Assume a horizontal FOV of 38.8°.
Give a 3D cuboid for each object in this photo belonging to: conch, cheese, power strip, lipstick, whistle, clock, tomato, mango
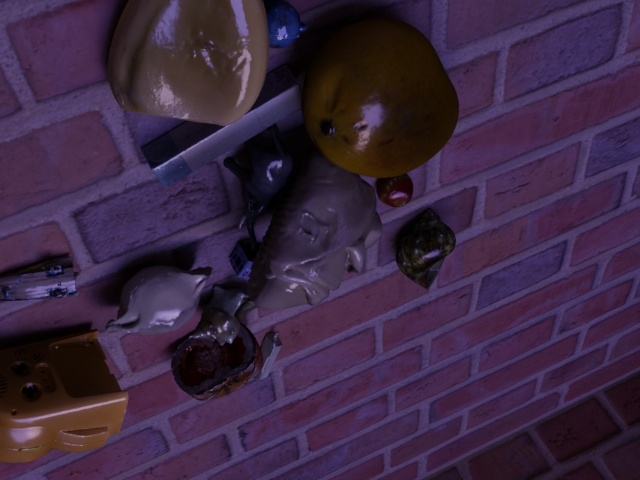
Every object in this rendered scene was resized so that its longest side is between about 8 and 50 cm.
[{"bbox_3d":[-0.221,0.158,2.125,0.234,0.114,0.137,-55,169,-32],"label":"conch"},{"bbox_3d":[-0.202,-0.333,1.485,0.260,0.128,0.315,4,129,-22],"label":"cheese"},{"bbox_3d":[-0.141,0.303,2.400,0.030,0.047,0.191,-10,140,-35],"label":"power strip"},{"bbox_3d":[-0.180,-0.216,1.721,0.317,0.066,0.068,-31,145,-2],"label":"lipstick"},{"bbox_3d":[-0.091,-0.377,1.578,0.158,0.090,0.090,-5,137,-34],"label":"whistle"},{"bbox_3d":[-0.596,0.331,1.914,0.317,0.244,0.200,-2,131,-38],"label":"clock"},{"bbox_3d":[0.270,0.021,2.312,0.181,0.124,0.187,-55,163,16],"label":"conch"},{"bbox_3d":[-0.241,0.307,2.223,0.214,0.180,0.155,-26,151,-3],"label":"tomato"},{"bbox_3d":[0.133,-0.270,1.765,0.445,0.221,0.301,-5,116,-57],"label":"mango"},{"bbox_3d":[0.174,-0.116,2.106,0.087,0.075,0.087,-18,144,-13],"label":"tomato"}]

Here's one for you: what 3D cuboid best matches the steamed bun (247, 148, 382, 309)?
[{"bbox_3d":[0.003,-0.004,1.863,0.219,0.324,0.309,21,152,-8],"label":"steamed bun"}]

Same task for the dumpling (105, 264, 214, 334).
[{"bbox_3d":[-0.349,0.127,1.955,0.258,0.147,0.193,-33,-173,-18],"label":"dumpling"}]

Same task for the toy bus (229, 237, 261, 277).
[{"bbox_3d":[-0.121,0.048,2.085,0.167,0.073,0.076,8,127,-40],"label":"toy bus"}]

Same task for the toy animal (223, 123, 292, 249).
[{"bbox_3d":[-0.129,-0.118,1.818,0.082,0.137,0.269,-11,143,-32],"label":"toy animal"}]

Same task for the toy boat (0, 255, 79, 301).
[{"bbox_3d":[-0.580,0.087,1.795,0.210,0.066,0.084,-9,106,-16],"label":"toy boat"}]
